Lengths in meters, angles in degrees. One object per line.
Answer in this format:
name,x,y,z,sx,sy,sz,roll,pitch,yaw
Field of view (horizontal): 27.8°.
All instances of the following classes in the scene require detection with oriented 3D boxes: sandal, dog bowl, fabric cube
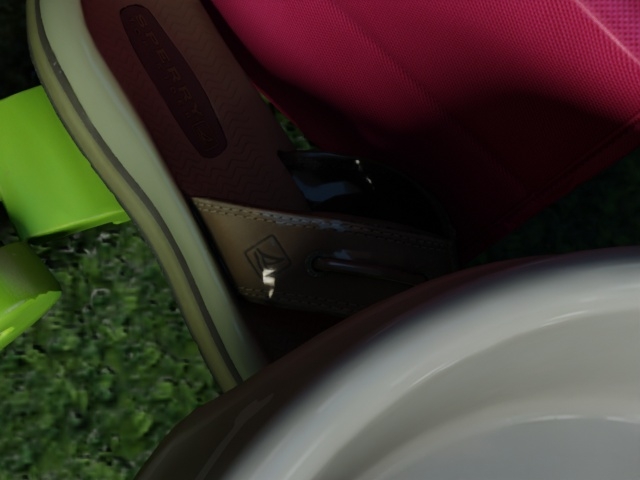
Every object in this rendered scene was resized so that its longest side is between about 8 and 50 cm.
sandal,-0.001,-0.001,0.503,0.086,0.120,0.302,-32,96,28
dog bowl,0.092,0.159,0.346,0.349,0.102,0.348,2,75,-9
fabric cube,0.072,-0.182,0.514,0.258,0.259,0.254,43,73,1

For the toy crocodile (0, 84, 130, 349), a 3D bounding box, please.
toy crocodile,-0.210,0.042,0.499,0.340,0.105,0.115,-38,85,-11
